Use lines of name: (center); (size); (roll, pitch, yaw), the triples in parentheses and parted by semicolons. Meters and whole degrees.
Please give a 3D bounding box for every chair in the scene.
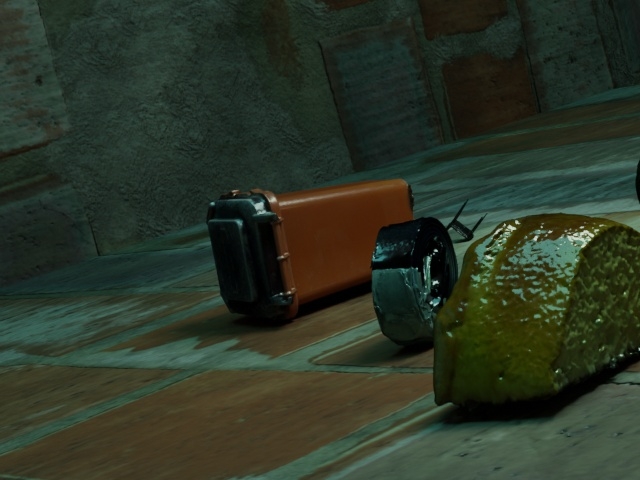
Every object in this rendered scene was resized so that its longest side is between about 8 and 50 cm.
chair: (0.191, -0.013, 2.056); (0.086, 0.042, 0.037); (-50, -8, 21)

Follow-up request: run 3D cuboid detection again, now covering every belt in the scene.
belt: (0.096, 0.039, 1.470); (0.058, 0.105, 0.140); (-11, 52, 28)

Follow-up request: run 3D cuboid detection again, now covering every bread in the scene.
bread: (0.190, 0.043, 1.213); (0.129, 0.134, 0.260); (-6, 11, 41)

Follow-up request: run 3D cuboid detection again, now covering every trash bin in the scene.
trash bin: (0.000, 0.000, 1.833); (0.238, 0.161, 0.184); (-13, 6, -24)

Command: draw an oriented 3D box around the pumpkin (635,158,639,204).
pumpkin: (0.437, -0.077, 1.578); (0.211, 0.152, 0.211); (-28, 10, 5)
